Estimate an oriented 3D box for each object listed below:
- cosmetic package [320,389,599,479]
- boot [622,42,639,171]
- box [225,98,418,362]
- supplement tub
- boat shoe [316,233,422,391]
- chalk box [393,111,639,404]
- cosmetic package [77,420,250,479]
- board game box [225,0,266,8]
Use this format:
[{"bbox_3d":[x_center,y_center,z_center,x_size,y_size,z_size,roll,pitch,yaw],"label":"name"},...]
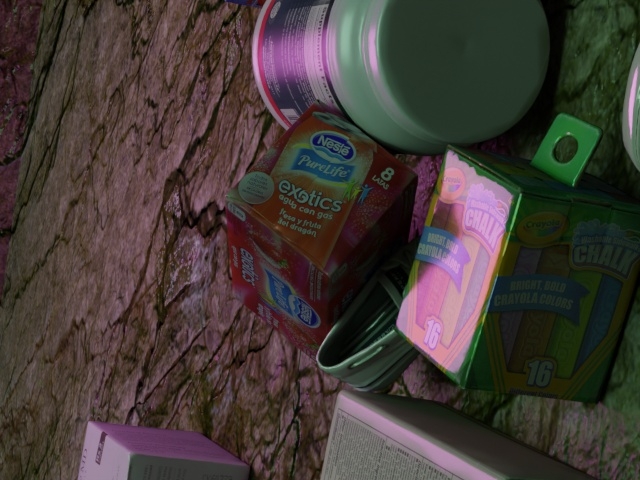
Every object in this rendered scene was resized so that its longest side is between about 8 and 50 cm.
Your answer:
[{"bbox_3d":[0.109,0.237,1.409,0.309,0.113,0.160,21,101,64],"label":"cosmetic package"},{"bbox_3d":[0.302,-0.119,1.089,0.244,0.088,0.176,-64,34,18],"label":"boot"},{"bbox_3d":[0.000,0.000,1.550,0.128,0.123,0.257,-48,-14,-18],"label":"box"},{"bbox_3d":[0.068,-0.173,1.535,0.272,0.191,0.191,9,91,65],"label":"supplement tub"},{"bbox_3d":[0.085,0.047,1.498,0.226,0.076,0.083,-55,51,15],"label":"boat shoe"},{"bbox_3d":[0.166,0.004,1.334,0.132,0.132,0.213,39,117,62],"label":"chalk box"},{"bbox_3d":[-0.195,0.310,1.997,0.184,0.151,0.151,13,93,66],"label":"cosmetic package"},{"bbox_3d":[-0.004,-0.310,1.803,0.201,0.136,0.035,-44,45,53],"label":"board game box"}]
